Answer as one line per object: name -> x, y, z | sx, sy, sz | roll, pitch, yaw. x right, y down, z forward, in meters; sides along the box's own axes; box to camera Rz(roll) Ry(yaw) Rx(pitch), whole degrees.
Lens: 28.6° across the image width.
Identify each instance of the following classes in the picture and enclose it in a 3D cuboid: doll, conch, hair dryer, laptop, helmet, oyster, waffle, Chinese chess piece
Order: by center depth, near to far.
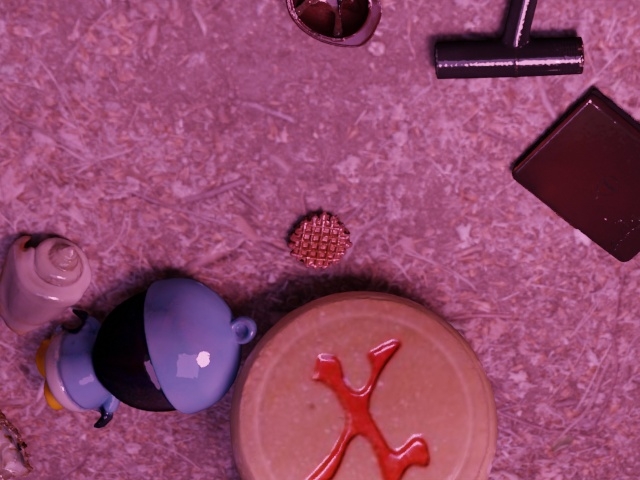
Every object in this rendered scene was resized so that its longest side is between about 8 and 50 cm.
helmet -> 0.016, -0.273, 1.429 | 0.111, 0.057, 0.089 | 30, 114, -10
hair dryer -> 0.214, -0.278, 1.435 | 0.173, 0.050, 0.195 | -4, 117, 2
laptop -> 0.359, -0.077, 1.564 | 0.207, 0.026, 0.154 | 35, 117, -17
Chinese chess piece -> 0.054, 0.232, 1.589 | 0.338, 0.140, 0.338 | 0, 76, 1
waffle -> 0.000, 0.000, 1.611 | 0.083, 0.029, 0.075 | -40, 113, 19
conch -> -0.364, 0.056, 1.633 | 0.104, 0.094, 0.176 | 19, 147, -25
doll -> -0.224, 0.146, 1.640 | 0.314, 0.141, 0.177 | -14, 90, 22
oyster -> -0.456, 0.281, 1.770 | 0.103, 0.051, 0.148 | 6, 136, -6
